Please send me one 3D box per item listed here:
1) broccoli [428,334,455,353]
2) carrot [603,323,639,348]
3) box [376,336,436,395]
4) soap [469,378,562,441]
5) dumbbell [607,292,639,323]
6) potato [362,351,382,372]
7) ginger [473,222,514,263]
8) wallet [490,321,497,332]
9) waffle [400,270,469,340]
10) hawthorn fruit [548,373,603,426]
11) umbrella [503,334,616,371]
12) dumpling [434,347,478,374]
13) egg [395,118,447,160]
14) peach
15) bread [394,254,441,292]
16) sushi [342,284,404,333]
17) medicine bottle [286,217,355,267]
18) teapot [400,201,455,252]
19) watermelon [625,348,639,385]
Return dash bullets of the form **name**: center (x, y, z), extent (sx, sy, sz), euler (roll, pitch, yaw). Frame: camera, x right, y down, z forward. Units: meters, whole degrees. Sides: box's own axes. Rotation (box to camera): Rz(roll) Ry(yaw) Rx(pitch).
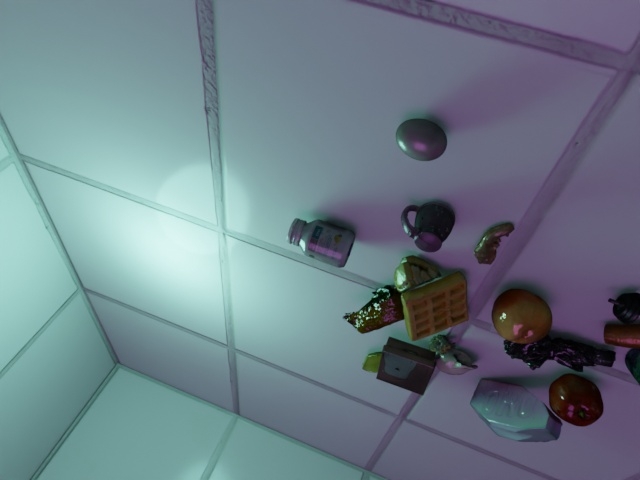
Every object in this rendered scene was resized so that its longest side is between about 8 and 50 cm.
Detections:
- **broccoli**: center (0.472, 0.409, 1.806), extent (0.092, 0.095, 0.097), euler (24, 107, -27)
- **carrot**: center (0.975, 0.293, 1.402), extent (0.193, 0.087, 0.087), euler (-14, 125, 38)
- **box**: center (0.352, 0.515, 1.895), extent (0.215, 0.086, 0.215), euler (16, 134, 14)
- **soap**: center (0.746, 0.659, 1.774), extent (0.324, 0.193, 0.109), euler (-6, 131, 52)
- **dumbbell**: center (0.932, 0.212, 1.325), extent (0.209, 0.099, 0.099), euler (22, 140, 6)
- **potato**: center (0.257, 0.541, 2.075), extent (0.119, 0.054, 0.198), euler (29, 141, -3)
- **ginger**: center (0.511, 0.011, 1.380), extent (0.070, 0.051, 0.173), euler (19, 141, 5)
- **wallet**: center (0.635, 0.303, 1.651), extent (0.044, 0.011, 0.083), euler (10, 138, 19)
- **waffle**: center (0.395, 0.232, 1.580), extent (0.221, 0.055, 0.247), euler (-22, 133, -3)
- **hawthorn fruit**: center (0.915, 0.578, 1.643), extent (0.179, 0.200, 0.179), euler (2, 100, 9)
- **umbrella**: center (0.803, 0.390, 1.570), extent (0.337, 0.128, 0.154), euler (16, 137, 9)
- **dumpling**: center (0.538, 0.492, 1.850), extent (0.176, 0.092, 0.150), euler (-24, 130, 40)
- **egg**: center (0.259, -0.259, 1.188), extent (0.135, 0.103, 0.103), euler (24, 140, 5)
- **peach**: center (0.636, 0.242, 1.463), extent (0.184, 0.184, 0.184), euler (15, 138, 14)
- **bread**: center (0.318, 0.104, 1.554), extent (0.110, 0.156, 0.103), euler (65, 148, 19)
- **sushi**: center (0.224, 0.255, 1.728), extent (0.287, 0.149, 0.140), euler (-33, 78, 45)
- **medicine bottle**: center (0.000, 0.000, 1.578), extent (0.215, 0.135, 0.135), euler (20, 139, 8)
- **teapot**: center (0.318, -0.044, 1.351), extent (0.116, 0.146, 0.148), euler (-24, 119, 43)
- **watermelon**: center (1.056, 0.413, 1.483), extent (0.146, 0.128, 0.231), euler (38, 144, 15)
